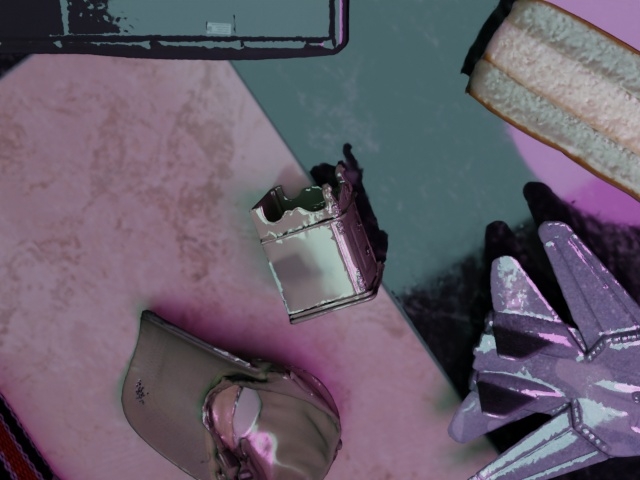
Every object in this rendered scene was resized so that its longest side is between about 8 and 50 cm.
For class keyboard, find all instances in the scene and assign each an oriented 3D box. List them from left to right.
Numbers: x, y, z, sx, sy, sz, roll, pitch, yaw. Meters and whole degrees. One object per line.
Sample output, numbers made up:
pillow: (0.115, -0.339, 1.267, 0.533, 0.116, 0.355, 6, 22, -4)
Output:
keyboard: (-0.065, -0.173, 0.634, 0.381, 0.041, 0.103, 4, 107, 12)

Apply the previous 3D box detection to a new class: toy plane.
toy plane: (0.234, 0.102, 0.652, 0.267, 0.088, 0.212, 10, 108, -4)

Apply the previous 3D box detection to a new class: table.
table: (0.000, 0.000, 0.648, 0.062, 0.079, 0.083, -18, 101, 13)

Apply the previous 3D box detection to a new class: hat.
hat: (-0.065, 0.112, 0.703, 0.175, 0.085, 0.147, 35, 120, 20)

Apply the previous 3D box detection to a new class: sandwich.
sandwich: (0.184, -0.072, 0.562, 0.163, 0.113, 0.079, 25, 107, -22)

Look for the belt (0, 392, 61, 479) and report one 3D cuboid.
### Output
belt: (-0.224, 0.223, 0.733, 0.359, 0.094, 0.126, 45, 107, -6)
